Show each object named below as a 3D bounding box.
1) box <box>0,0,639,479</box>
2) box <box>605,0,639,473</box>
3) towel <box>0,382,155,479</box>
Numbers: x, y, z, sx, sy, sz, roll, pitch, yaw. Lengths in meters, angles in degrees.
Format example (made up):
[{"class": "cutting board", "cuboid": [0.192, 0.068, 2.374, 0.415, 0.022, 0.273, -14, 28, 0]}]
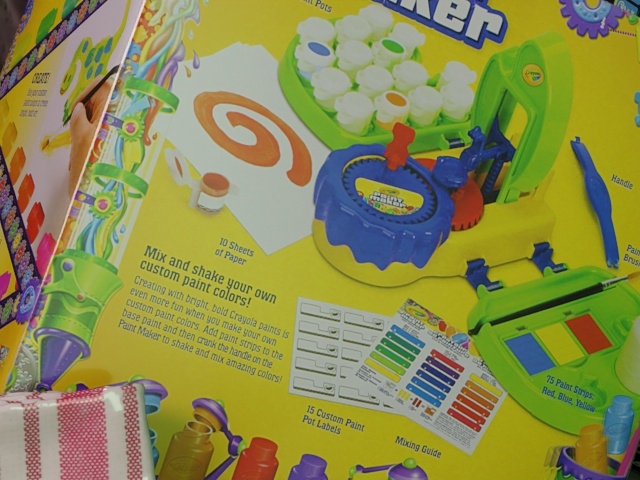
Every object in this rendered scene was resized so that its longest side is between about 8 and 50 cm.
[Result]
[{"class": "box", "cuboid": [0.000, 0.000, 0.835, 0.290, 0.177, 0.279, 22, 85, -25]}, {"class": "box", "cuboid": [0.200, -0.039, 1.095, 0.257, 0.079, 0.322, 27, 74, -26]}, {"class": "towel", "cuboid": [-0.155, 0.130, 0.668, 0.197, 0.029, 0.144, -4, 92, -12]}]
